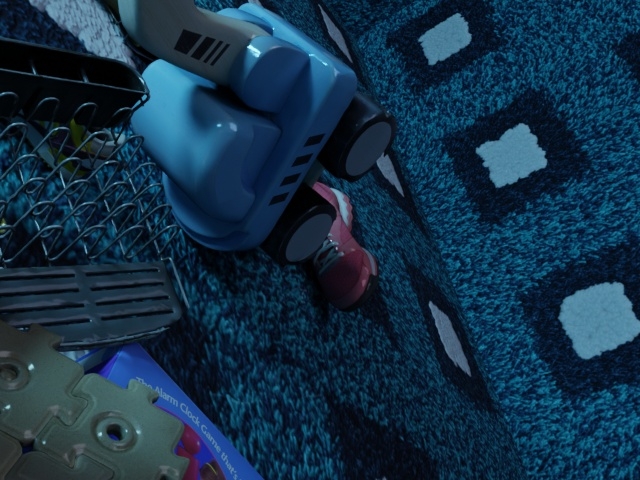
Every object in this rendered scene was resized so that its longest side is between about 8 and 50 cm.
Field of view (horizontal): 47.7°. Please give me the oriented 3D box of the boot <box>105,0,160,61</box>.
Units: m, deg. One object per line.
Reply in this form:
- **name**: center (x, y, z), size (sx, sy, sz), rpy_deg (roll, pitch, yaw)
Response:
- **boot**: center (-0.273, -0.345, 1.059), size (0.219, 0.082, 0.106), rpy_deg (32, 31, -60)

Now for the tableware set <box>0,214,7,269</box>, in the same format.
- **tableware set**: center (-0.309, -0.023, 0.566), size (0.104, 0.024, 0.154), rpy_deg (65, 19, 14)

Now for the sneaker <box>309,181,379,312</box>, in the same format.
- **sneaker**: center (-0.001, 0.000, 1.287), size (0.136, 0.116, 0.313), rpy_deg (33, 25, -37)

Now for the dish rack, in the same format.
- **dish rack**: center (-0.215, -0.040, 0.607), size (0.208, 0.074, 0.271), rpy_deg (-3, 61, -47)

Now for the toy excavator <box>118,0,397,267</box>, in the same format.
- **toy excavator**: center (-0.105, -0.179, 0.789), size (0.222, 0.432, 0.445), rpy_deg (43, 23, 25)

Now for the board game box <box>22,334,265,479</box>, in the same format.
- **board game box**: center (-0.105, 0.276, 0.583), size (0.347, 0.078, 0.233), rpy_deg (54, 19, -21)

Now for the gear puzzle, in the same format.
- **gear puzzle**: center (-0.175, 0.139, 0.444), size (0.339, 0.044, 0.175), rpy_deg (30, 27, -5)

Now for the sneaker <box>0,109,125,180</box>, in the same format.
- **sneaker**: center (-0.281, -0.147, 0.731), size (0.185, 0.084, 0.069), rpy_deg (48, 22, -35)

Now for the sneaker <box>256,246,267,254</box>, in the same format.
- **sneaker**: center (-0.110, -0.095, 1.138), size (0.129, 0.111, 0.297), rpy_deg (27, 31, -35)
